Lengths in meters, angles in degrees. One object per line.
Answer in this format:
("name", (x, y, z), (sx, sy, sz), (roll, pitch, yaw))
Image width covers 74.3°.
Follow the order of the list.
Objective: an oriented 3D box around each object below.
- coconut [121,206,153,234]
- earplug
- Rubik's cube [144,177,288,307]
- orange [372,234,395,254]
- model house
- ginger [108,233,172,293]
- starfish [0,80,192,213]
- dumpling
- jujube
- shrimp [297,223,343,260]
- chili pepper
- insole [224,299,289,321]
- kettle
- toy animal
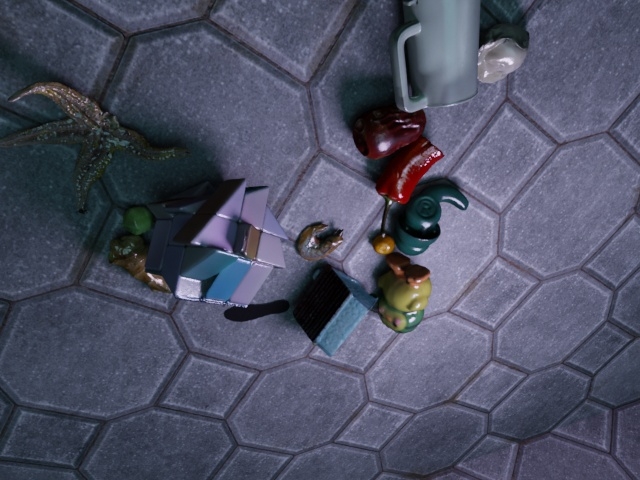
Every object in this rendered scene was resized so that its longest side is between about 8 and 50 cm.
("coconut", (-0.567, -0.061, 1.304), (0.096, 0.087, 0.088), (-20, 129, -39))
("earplug", (0.382, -0.069, 1.550), (0.257, 0.164, 0.280), (-25, 147, -45))
("Rubik's cube", (-0.305, 0.004, 1.278), (0.387, 0.358, 0.368), (21, 76, -52))
("orange", (0.237, 0.014, 1.581), (0.083, 0.070, 0.083), (6, 131, 6))
("model house", (0.037, 0.254, 1.620), (0.248, 0.230, 0.281), (39, 105, 12))
("ginger", (-0.576, 0.084, 1.396), (0.131, 0.086, 0.295), (-38, 131, -3))
("starfish", (-0.631, -0.260, 1.143), (0.383, 0.132, 0.398), (-35, 137, 15))
("dumpling", (0.556, -0.563, 1.294), (0.247, 0.142, 0.173), (-21, 145, -30))
("jujube", (0.215, -0.346, 1.314), (0.230, 0.155, 0.155), (-19, 124, -10))
("shrimp", (0.001, 0.003, 1.520), (0.187, 0.052, 0.132), (-31, 124, 7))
("chili pepper", (0.256, -0.194, 1.421), (0.131, 0.134, 0.338), (34, 103, -16))
("insole", (-0.244, 0.273, 1.642), (0.253, 0.005, 0.086), (-7, 123, -11))
("kettle", (0.328, -0.544, 1.172), (0.205, 0.265, 0.318), (9, 131, 27))
("toy animal", (0.336, 0.211, 1.660), (0.191, 0.216, 0.338), (-23, 131, -34))
